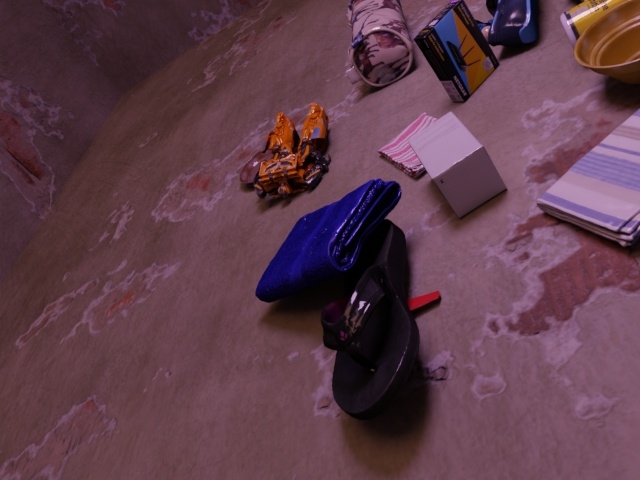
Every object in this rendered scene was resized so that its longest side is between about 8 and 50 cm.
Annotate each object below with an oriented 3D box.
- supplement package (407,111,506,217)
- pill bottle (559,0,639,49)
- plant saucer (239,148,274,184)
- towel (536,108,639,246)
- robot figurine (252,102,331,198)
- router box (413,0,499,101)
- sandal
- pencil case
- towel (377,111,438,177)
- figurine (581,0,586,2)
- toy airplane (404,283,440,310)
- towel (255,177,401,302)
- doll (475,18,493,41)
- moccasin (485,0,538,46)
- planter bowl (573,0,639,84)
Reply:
[{"bbox_3d":[0.250,-0.144,1.281,0.105,0.105,0.179,-32,30,11],"label":"supplement package"},{"bbox_3d":[0.566,-0.432,1.320,0.184,0.103,0.103,-25,33,24],"label":"pill bottle"},{"bbox_3d":[-0.149,-0.208,1.894,0.168,0.029,0.168,-27,33,19],"label":"plant saucer"},{"bbox_3d":[0.491,-0.114,1.046,0.285,0.034,0.209,-41,27,-6],"label":"towel"},{"bbox_3d":[-0.074,-0.223,1.750,0.211,0.085,0.291,-11,42,24],"label":"robot figurine"},{"bbox_3d":[0.302,-0.417,1.518,0.133,0.179,0.046,-47,29,-13],"label":"router box"},{"bbox_3d":[0.060,0.105,1.108,0.167,0.107,0.445,-45,20,26],"label":"sandal"},{"bbox_3d":[0.153,-0.585,1.935,0.184,0.159,0.410,-15,35,12],"label":"pencil case"},{"bbox_3d":[0.215,-0.214,1.493,0.144,0.029,0.197,-39,29,-1],"label":"towel"},{"bbox_3d":[0.628,-0.563,1.454,0.215,0.092,0.209,-29,35,20],"label":"figurine"},{"bbox_3d":[0.125,0.129,1.129,0.151,0.028,0.151,-30,31,20],"label":"toy airplane"},{"bbox_3d":[0.000,0.000,1.298,0.227,0.076,0.308,-52,13,-32],"label":"towel"},{"bbox_3d":[0.371,-0.523,1.719,0.129,0.046,0.189,-34,35,-10],"label":"doll"},{"bbox_3d":[0.441,-0.578,1.617,0.117,0.137,0.342,-10,39,26],"label":"moccasin"},{"bbox_3d":[0.567,-0.338,1.204,0.217,0.090,0.217,-28,31,19],"label":"planter bowl"}]
